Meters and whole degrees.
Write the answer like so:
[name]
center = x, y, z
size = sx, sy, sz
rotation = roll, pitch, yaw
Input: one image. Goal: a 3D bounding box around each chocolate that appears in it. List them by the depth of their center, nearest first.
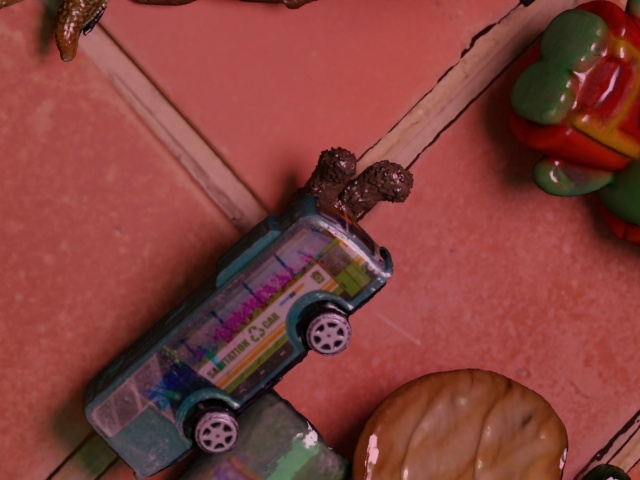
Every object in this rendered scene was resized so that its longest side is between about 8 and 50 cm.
[chocolate]
center = -0.105, 0.252, 1.510
size = 0.291, 0.110, 0.110
rotation = -47, 106, -9

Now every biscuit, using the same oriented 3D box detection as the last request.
[biscuit]
center = 0.118, 0.202, 1.568
size = 0.260, 0.041, 0.203
rotation = -24, 97, -42

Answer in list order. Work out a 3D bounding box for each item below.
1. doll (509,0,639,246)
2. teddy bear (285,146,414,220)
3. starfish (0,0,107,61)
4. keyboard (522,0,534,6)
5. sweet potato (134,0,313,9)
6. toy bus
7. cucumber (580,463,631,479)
[doll]
center = 0.319, -0.068, 1.602
size = 0.363, 0.160, 0.183
rotation = 28, 85, -21
[teddy bear]
center = -0.004, -0.006, 1.544
size = 0.119, 0.078, 0.160
rotation = 15, 106, -41
[starfish]
center = -0.199, -0.251, 1.478
size = 0.176, 0.053, 0.208
rotation = 39, 74, -7
[keyboard]
center = 0.141, -0.293, 1.600
size = 0.063, 0.010, 0.198
rotation = -37, 104, 3
[sweet potato]
center = -0.040, -0.217, 1.526
size = 0.226, 0.068, 0.068
rotation = -9, 97, 2
[toy bus]
center = -0.064, 0.076, 1.479
size = 0.261, 0.091, 0.109
rotation = -42, 104, 7
[cucumber]
center = 0.214, 0.300, 1.639
size = 0.069, 0.069, 0.227
rotation = 21, 90, -19
